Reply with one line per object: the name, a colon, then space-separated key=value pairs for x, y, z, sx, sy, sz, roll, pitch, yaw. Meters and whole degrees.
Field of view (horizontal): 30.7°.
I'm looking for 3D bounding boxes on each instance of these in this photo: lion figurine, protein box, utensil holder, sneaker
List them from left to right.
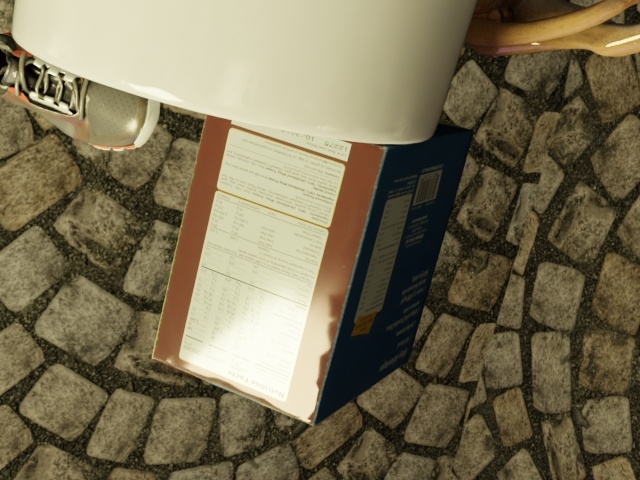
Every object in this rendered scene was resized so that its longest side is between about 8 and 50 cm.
sneaker: x=-0.182 y=-0.101 z=0.787 sx=0.157 sy=0.061 sz=0.065 roll=21 pitch=-170 yaw=26
utensil holder: x=-0.016 y=-0.289 z=0.767 sx=0.327 sy=0.386 sz=0.327 roll=13 pitch=-165 yaw=-3
protein box: x=0.000 y=0.000 z=0.873 sx=0.136 sy=0.201 sz=0.200 roll=20 pitch=-164 yaw=20
lion figurine: x=0.168 y=-0.238 z=0.930 sx=0.240 sy=0.142 sz=0.392 roll=-12 pitch=-155 yaw=27
